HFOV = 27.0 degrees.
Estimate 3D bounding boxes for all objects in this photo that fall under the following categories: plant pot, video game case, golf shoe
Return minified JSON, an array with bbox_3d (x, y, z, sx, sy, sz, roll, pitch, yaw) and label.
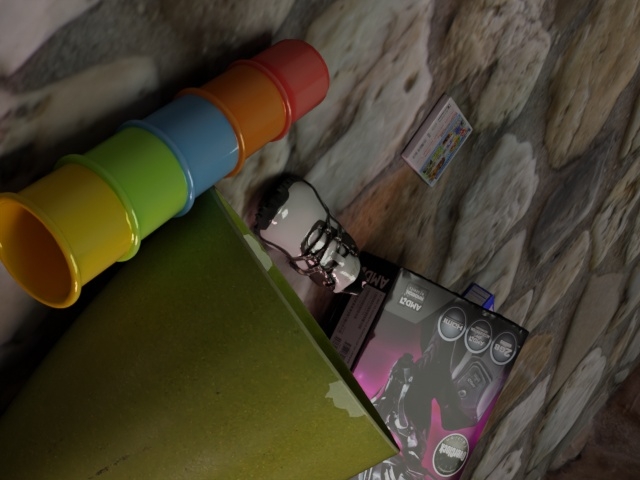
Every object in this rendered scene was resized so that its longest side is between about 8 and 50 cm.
[{"bbox_3d":[-0.132,0.147,1.114,0.293,0.275,0.275,-35,156,0],"label":"plant pot"},{"bbox_3d":[0.137,-0.115,1.553,0.087,0.011,0.122,-55,157,-1],"label":"video game case"},{"bbox_3d":[0.000,0.000,1.338,0.077,0.094,0.198,-52,156,-3],"label":"golf shoe"}]

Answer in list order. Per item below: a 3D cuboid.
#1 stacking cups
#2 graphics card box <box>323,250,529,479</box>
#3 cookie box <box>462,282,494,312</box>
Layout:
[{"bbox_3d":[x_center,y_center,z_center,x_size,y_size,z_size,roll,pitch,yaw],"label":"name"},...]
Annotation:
[{"bbox_3d":[-0.104,-0.065,1.034,0.316,0.096,0.096,-36,151,-37],"label":"stacking cups"},{"bbox_3d":[0.075,0.224,1.595,0.232,0.094,0.371,27,87,-34],"label":"graphics card box"},{"bbox_3d":[0.215,0.129,2.005,0.107,0.040,0.092,-47,156,-17],"label":"cookie box"}]
